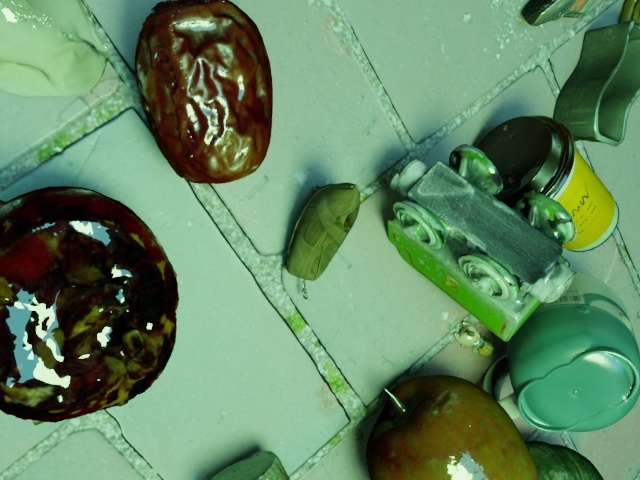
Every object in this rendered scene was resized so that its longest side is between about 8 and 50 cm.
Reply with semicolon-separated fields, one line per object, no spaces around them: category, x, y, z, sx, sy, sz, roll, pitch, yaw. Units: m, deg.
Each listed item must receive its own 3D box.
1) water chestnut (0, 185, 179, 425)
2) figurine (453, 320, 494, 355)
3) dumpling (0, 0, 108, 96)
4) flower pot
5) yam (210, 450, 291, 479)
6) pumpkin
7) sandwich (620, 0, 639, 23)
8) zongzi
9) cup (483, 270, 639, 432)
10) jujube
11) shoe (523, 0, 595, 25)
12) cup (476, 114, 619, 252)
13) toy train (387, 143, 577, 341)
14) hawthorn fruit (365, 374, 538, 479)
water chestnut;-0.303;0.080;0.751;0.299;0.300;0.300;-4;100;-24
figurine;0.295;0.193;1.162;0.083;0.050;0.047;38;88;-24
dumpling;-0.387;-0.269;0.751;0.172;0.142;0.247;-30;122;20
flower pot;0.537;-0.291;1.163;0.103;0.108;0.229;24;89;-26
yam;-0.066;0.478;1.003;0.133;0.133;0.330;-34;115;-16
pumpkin;0.406;0.527;1.185;0.300;0.207;0.300;-9;116;-19
sandwich;0.742;-0.486;1.232;0.273;0.095;0.249;11;93;-25
zongzi;0.000;0.000;0.927;0.081;0.178;0.189;25;88;-8
cup;0.422;0.215;1.106;0.289;0.257;0.219;-38;96;27
jujube;-0.155;-0.205;0.834;0.183;0.183;0.243;-15;112;-22
shoe;0.456;-0.436;1.125;0.194;0.074;0.077;-40;117;-16
cup;0.408;-0.091;1.102;0.279;0.196;0.196;27;87;-33
toy train;0.250;0.001;0.981;0.307;0.249;0.173;40;76;21
hawthorn fruit;0.204;0.356;1.039;0.267;0.267;0.301;-34;95;-16
